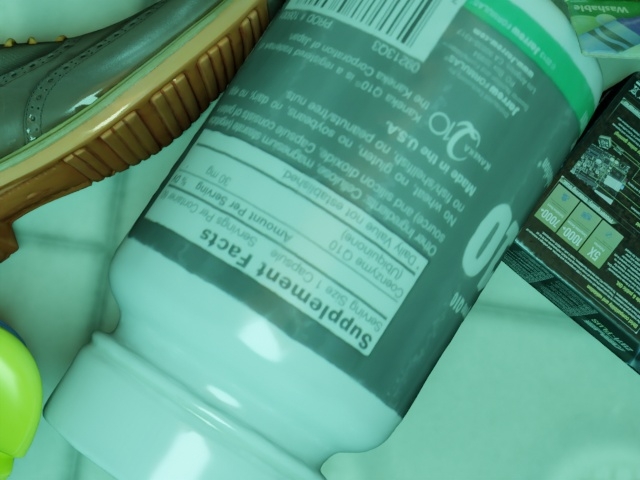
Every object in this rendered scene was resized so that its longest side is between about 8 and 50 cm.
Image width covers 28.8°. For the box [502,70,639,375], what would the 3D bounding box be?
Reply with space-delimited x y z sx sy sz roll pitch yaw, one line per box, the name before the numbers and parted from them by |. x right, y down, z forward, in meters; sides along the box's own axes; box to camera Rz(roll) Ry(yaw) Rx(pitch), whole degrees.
box | 0.231 0.000 0.859 0.180 0.077 0.147 39 82 -1

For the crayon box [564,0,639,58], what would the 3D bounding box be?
crayon box | 0.237 -0.234 0.782 0.203 0.083 0.323 2 43 -6

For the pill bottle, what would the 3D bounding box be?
pill bottle | 0.000 0.000 0.773 0.204 0.204 0.361 34 83 -2

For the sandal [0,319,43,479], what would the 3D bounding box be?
sandal | -0.265 0.161 0.774 0.126 0.138 0.317 36 103 -14

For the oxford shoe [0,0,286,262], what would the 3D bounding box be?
oxford shoe | -0.184 -0.093 0.804 0.363 0.130 0.133 -36 82 -9
